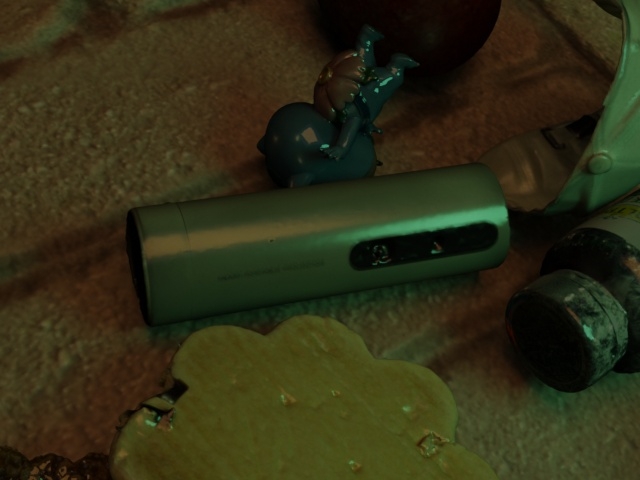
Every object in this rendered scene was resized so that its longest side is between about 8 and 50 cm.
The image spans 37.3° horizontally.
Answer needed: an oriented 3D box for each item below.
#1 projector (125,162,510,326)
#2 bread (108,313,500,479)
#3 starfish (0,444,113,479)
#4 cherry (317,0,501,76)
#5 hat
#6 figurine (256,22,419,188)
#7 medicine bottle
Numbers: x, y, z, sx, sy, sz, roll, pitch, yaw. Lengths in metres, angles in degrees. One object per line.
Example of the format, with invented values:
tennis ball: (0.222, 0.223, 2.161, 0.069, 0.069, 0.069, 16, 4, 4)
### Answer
projector: (0.000, 0.000, 0.856, 0.338, 0.108, 0.108, -9, 56, -16)
bread: (-0.005, 0.180, 0.723, 0.316, 0.054, 0.316, 15, 40, -13)
starfish: (-0.219, 0.217, 0.695, 0.248, 0.050, 0.138, 2, 54, -1)
cherry: (0.100, -0.307, 1.023, 0.206, 0.239, 0.239, -8, 56, -26)
hat: (0.309, -0.134, 0.935, 0.301, 0.257, 0.168, -16, 52, -35)
figurine: (0.029, -0.113, 0.929, 0.144, 0.178, 0.114, 12, 29, -53)
medicine bottle: (0.305, 0.028, 0.873, 0.293, 0.141, 0.141, -29, 64, -27)
